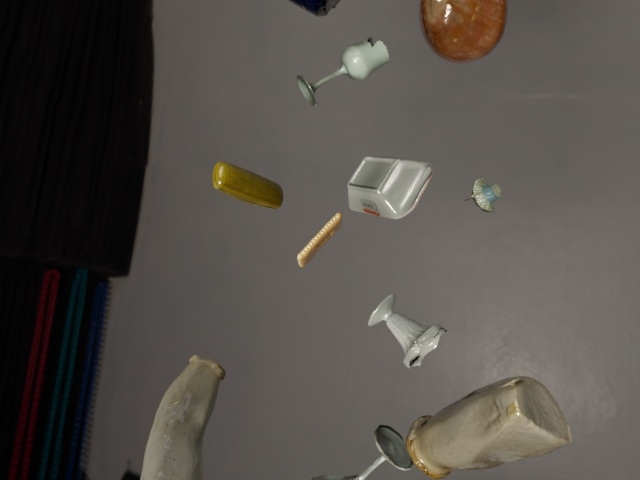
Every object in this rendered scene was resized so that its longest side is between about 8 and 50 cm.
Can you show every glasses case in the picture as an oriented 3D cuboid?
[{"bbox_3d":[-0.183,-0.137,1.421,0.064,0.078,0.234,-13,161,36],"label":"glasses case"}]

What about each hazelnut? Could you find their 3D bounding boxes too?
[{"bbox_3d":[0.287,-0.473,1.127,0.177,0.214,0.214,-15,161,38],"label":"hazelnut"}]

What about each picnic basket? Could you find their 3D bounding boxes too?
[{"bbox_3d":[0.376,-0.103,1.276,0.065,0.083,0.083,-11,174,-37],"label":"picnic basket"}]

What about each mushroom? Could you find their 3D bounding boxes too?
[{"bbox_3d":[0.304,0.355,1.028,0.154,0.137,0.407,2,152,-19],"label":"mushroom"},{"bbox_3d":[-0.239,0.352,0.925,0.110,0.351,0.097,3,141,1],"label":"mushroom"}]

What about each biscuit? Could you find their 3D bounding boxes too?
[{"bbox_3d":[0.001,0.001,2.179,0.030,0.249,0.160,41,169,11],"label":"biscuit"}]

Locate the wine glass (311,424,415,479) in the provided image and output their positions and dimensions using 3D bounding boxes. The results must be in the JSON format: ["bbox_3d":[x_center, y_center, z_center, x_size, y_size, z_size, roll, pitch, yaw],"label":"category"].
[{"bbox_3d":[0.100,0.546,1.270,0.156,0.232,0.156,35,-161,-14],"label":"wine glass"}]

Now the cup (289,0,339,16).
[{"bbox_3d":[-0.085,-0.542,1.070,0.256,0.254,0.178,32,165,2],"label":"cup"}]

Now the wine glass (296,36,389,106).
[{"bbox_3d":[0.051,-0.369,1.188,0.196,0.079,0.079,-32,177,-9],"label":"wine glass"}]

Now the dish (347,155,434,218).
[{"bbox_3d":[0.149,-0.135,1.241,0.064,0.154,0.234,38,169,-34],"label":"dish"}]

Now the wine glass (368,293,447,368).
[{"bbox_3d":[0.258,0.273,1.676,0.196,0.164,0.165,40,-171,28],"label":"wine glass"}]
